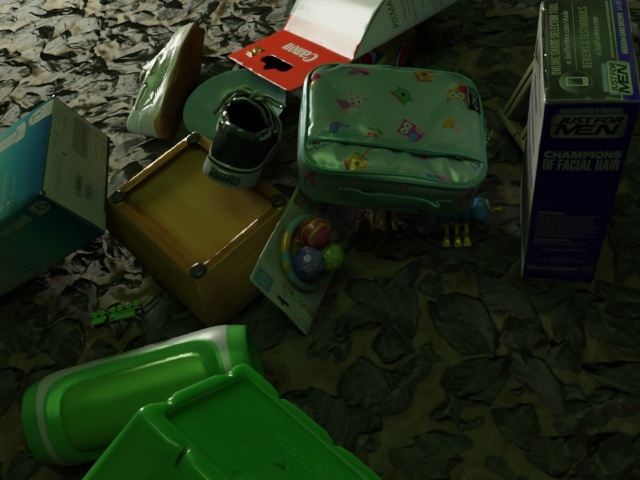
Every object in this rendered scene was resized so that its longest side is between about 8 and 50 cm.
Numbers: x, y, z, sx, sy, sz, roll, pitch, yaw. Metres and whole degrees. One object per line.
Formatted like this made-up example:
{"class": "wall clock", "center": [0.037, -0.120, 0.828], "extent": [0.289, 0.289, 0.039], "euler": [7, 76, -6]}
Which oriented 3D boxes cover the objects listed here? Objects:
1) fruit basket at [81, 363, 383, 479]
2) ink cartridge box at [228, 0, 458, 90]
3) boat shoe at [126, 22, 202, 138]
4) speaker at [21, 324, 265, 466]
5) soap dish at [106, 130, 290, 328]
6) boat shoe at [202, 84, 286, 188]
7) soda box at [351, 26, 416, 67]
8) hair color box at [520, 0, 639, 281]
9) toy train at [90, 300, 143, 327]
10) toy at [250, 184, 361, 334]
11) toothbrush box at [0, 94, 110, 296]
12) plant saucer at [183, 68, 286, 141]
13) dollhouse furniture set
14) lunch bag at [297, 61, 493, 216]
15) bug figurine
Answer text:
{"class": "fruit basket", "center": [-0.102, 0.375, 0.739], "extent": [0.392, 0.392, 0.283], "euler": [26, 22, 28]}
{"class": "ink cartridge box", "center": [0.028, -0.434, 1.336], "extent": [0.385, 0.091, 0.308], "euler": [-31, 35, -13]}
{"class": "boat shoe", "center": [-0.300, -0.314, 1.362], "extent": [0.096, 0.098, 0.277], "euler": [5, 56, 14]}
{"class": "speaker", "center": [-0.226, 0.203, 0.937], "extent": [0.296, 0.131, 0.131], "euler": [-16, 52, -1]}
{"class": "soap dish", "center": [-0.178, -0.031, 1.109], "extent": [0.229, 0.118, 0.291], "euler": [-41, 57, -19]}
{"class": "boat shoe", "center": [-0.113, -0.183, 1.101], "extent": [0.113, 0.105, 0.306], "euler": [20, 24, -1]}
{"class": "soda box", "center": [0.108, -0.328, 1.311], "extent": [0.058, 0.061, 0.181], "euler": [24, 61, 26]}
{"class": "hair color box", "center": [0.324, -0.116, 0.928], "extent": [0.110, 0.339, 0.185], "euler": [2, 54, 14]}
{"class": "toy train", "center": [-0.312, 0.114, 1.092], "extent": [0.083, 0.017, 0.024], "euler": [-15, 62, 0]}
{"class": "toy", "center": [0.000, 0.000, 1.033], "extent": [0.056, 0.137, 0.237], "euler": [-11, 44, 39]}
{"class": "toothbrush box", "center": [-0.484, -0.054, 1.124], "extent": [0.295, 0.126, 0.216], "euler": [-28, 49, 19]}
{"class": "plant saucer", "center": [-0.155, -0.239, 1.314], "extent": [0.194, 0.037, 0.195], "euler": [-6, 53, 8]}
{"class": "dollhouse furniture set", "center": [0.413, -0.204, 1.139], "extent": [0.183, 0.129, 0.129], "euler": [1, 48, -26]}
{"class": "lunch bag", "center": [0.106, -0.144, 1.030], "extent": [0.279, 0.108, 0.224], "euler": [5, 56, -2]}
{"class": "bug figurine", "center": [0.165, -0.116, 1.132], "extent": [0.216, 0.072, 0.279], "euler": [-6, 53, 8]}
